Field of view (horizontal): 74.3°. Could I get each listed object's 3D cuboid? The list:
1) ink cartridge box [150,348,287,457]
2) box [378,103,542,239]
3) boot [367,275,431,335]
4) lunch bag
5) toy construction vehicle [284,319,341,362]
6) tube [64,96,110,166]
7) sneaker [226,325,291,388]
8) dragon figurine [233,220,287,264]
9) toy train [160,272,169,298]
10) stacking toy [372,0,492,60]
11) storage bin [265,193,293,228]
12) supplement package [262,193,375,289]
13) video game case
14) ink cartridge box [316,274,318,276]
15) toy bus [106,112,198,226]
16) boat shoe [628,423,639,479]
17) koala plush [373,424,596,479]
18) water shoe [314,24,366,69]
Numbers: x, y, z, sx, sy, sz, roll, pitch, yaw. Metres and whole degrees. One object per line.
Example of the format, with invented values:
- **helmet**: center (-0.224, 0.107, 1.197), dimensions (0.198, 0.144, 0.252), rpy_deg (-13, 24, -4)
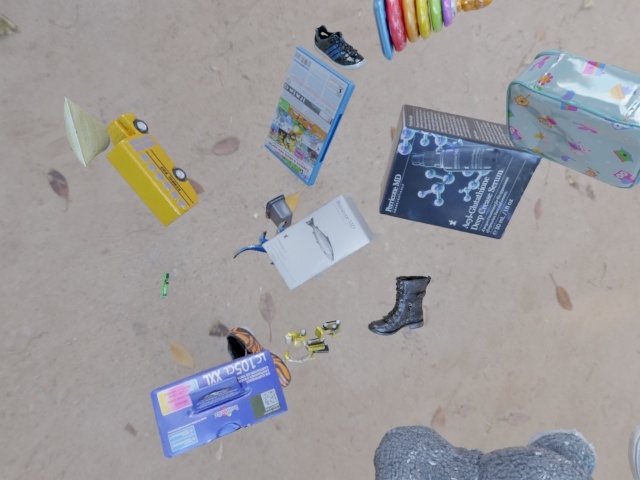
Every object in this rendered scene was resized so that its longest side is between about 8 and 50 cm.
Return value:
- **ink cartridge box**: center (-0.232, 0.375, 1.015), dimensions (0.270, 0.395, 0.151), rpy_deg (-17, 79, -14)
- **box**: center (0.408, -0.213, 1.310), dimensions (0.395, 0.212, 0.294), rpy_deg (12, 126, 3)
- **boot**: center (0.309, 0.245, 1.674), dimensions (0.262, 0.091, 0.229), rpy_deg (-9, 112, -15)
- **lunch bag**: center (0.489, -0.223, 0.793), dimensions (0.108, 0.224, 0.279), rpy_deg (-50, 56, -1)
- **toy construction vehicle**: center (-0.014, 0.181, 0.739), dimensions (0.098, 0.086, 0.035), rpy_deg (-7, 54, -15)
- **tube**: center (-0.376, -0.168, 0.673), dimensions (0.070, 0.240, 0.062), rpy_deg (39, 85, -26)
- **sneaker**: center (-0.259, 0.482, 1.674), dimensions (0.321, 0.180, 0.125), rpy_deg (40, 93, 6)
- **dragon figurine**: center (-0.144, 0.030, 1.453), dimensions (0.289, 0.085, 0.144), rpy_deg (-27, 83, -26)
- **toy train**: center (-0.483, 0.140, 1.316), dimensions (0.017, 0.023, 0.083), rpy_deg (15, 65, -40)
- **stacking toy**: center (0.300, -0.611, 1.121), dimensions (0.301, 0.175, 0.166), rpy_deg (-5, 129, 20)
- **storage bin**: center (-0.164, -0.102, 1.686), dimensions (0.098, 0.135, 0.091), rpy_deg (-29, 72, -20)
- **supplement package**: center (0.000, 0.000, 0.811), dimensions (0.179, 0.105, 0.105), rpy_deg (-32, 89, 14)
- **video game case**: center (-0.023, -0.184, 0.636), dimensions (0.119, 0.015, 0.166), rpy_deg (45, 128, 26)
- **ink cartridge box**: center (-0.030, 0.052, 1.626), dimensions (0.092, 0.090, 0.143), rpy_deg (32, 82, -25)
- **toy bus**: center (-0.522, -0.214, 1.283), dimensions (0.108, 0.130, 0.333), rpy_deg (-29, 105, 31)
- **boat shoe**: center (0.377, 0.287, 0.430), dimensions (0.066, 0.063, 0.184), rpy_deg (-8, 78, 8)
- **koala plush**: center (0.187, 0.283, 0.448), dimensions (0.221, 0.196, 0.203), rpy_deg (-30, 81, 30)
- **water shoe**: center (0.052, -0.589, 1.289), dimensions (0.203, 0.080, 0.073), rpy_deg (37, 67, 26)
